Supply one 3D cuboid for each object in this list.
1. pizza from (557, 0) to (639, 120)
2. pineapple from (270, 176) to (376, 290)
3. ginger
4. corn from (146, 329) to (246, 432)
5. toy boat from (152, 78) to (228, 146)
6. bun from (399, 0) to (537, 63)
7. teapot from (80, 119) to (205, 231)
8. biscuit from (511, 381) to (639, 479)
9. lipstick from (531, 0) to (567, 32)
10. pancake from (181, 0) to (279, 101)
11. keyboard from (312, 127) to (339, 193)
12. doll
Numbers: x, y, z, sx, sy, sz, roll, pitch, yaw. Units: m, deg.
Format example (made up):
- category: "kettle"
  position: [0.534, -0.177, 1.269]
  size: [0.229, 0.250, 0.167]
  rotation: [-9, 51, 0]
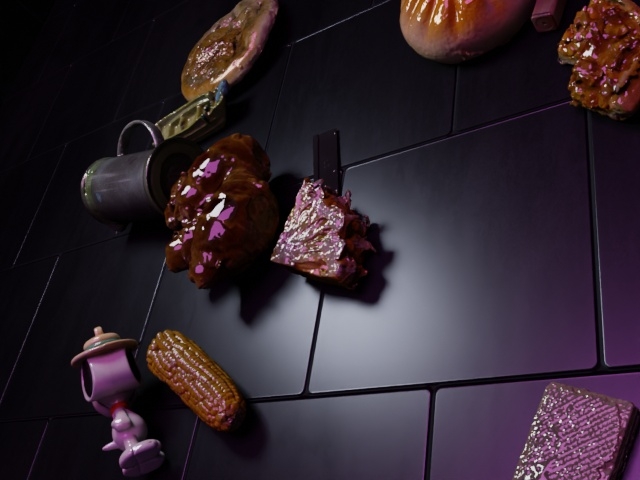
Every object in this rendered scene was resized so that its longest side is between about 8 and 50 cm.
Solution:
- category: "pizza"
  position: [0.470, -0.315, 1.157]
  size: [0.161, 0.085, 0.306]
  rotation: [-22, 46, 29]
- category: "pineapple"
  position: [0.000, 0.000, 1.311]
  size: [0.186, 0.114, 0.237]
  rotation: [-28, 48, 22]
- category: "ginger"
  position: [-0.222, -0.057, 1.486]
  size: [0.274, 0.152, 0.358]
  rotation: [-22, 54, 11]
- category: "corn"
  position: [-0.234, 0.261, 1.328]
  size: [0.313, 0.102, 0.102]
  rotation: [24, 77, 46]
- category: "toy boat"
  position: [-0.333, -0.325, 1.876]
  size: [0.276, 0.084, 0.111]
  rotation: [-27, 48, 28]
- category: "bun"
  position: [0.283, -0.505, 1.407]
  size: [0.298, 0.165, 0.299]
  rotation: [-24, 47, 29]
- category: "teapot"
  position: [-0.446, -0.162, 1.735]
  size: [0.337, 0.200, 0.271]
  rotation: [-4, 94, 41]
- category: "biscuit"
  position: [0.311, 0.282, 0.876]
  size: [0.121, 0.040, 0.199]
  rotation: [8, 67, 46]
- category: "lipstick"
  position: [0.443, -0.465, 1.326]
  size: [0.045, 0.045, 0.145]
  rotation: [1, 60, 43]
- category: "pancake"
  position: [-0.263, -0.548, 1.980]
  size: [0.386, 0.082, 0.387]
  rotation: [-27, 43, 27]
- category: "keyboard"
  position: [0.012, -0.163, 1.497]
  size: [0.060, 0.018, 0.196]
  rotation: [-18, 49, 21]
- category: "doll"
  position: [-0.386, 0.308, 1.370]
  size: [0.143, 0.208, 0.271]
  rotation: [-19, 29, -21]
